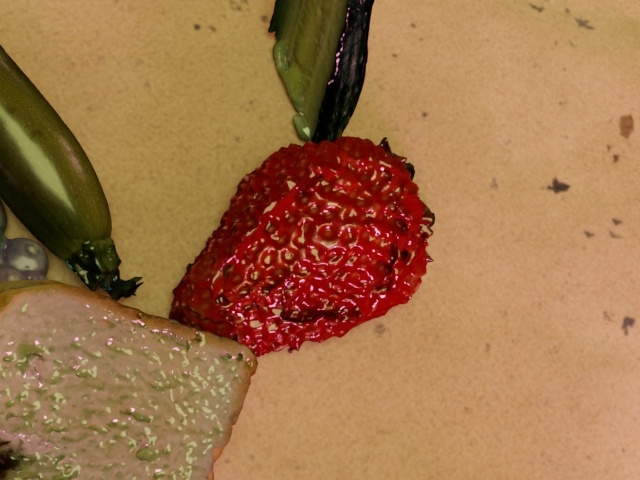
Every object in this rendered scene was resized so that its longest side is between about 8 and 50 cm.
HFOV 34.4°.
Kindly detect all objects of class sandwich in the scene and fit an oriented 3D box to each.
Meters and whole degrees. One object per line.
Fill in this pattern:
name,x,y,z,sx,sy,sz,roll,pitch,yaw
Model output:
sandwich,-0.189,0.177,0.796,0.248,0.095,0.273,22,67,-29

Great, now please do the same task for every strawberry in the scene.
strawberry,0.000,0.000,0.932,0.286,0.106,0.188,-36,87,-22

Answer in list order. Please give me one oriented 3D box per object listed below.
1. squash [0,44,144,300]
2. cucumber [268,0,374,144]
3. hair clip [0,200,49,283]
squash,-0.261,-0.085,0.886,0.087,0.087,0.331,-37,90,-22
cucumber,0.011,-0.197,0.975,0.085,0.193,0.115,-16,52,-22
hair clip,-0.288,0.039,0.871,0.124,0.052,0.195,-23,75,-31
